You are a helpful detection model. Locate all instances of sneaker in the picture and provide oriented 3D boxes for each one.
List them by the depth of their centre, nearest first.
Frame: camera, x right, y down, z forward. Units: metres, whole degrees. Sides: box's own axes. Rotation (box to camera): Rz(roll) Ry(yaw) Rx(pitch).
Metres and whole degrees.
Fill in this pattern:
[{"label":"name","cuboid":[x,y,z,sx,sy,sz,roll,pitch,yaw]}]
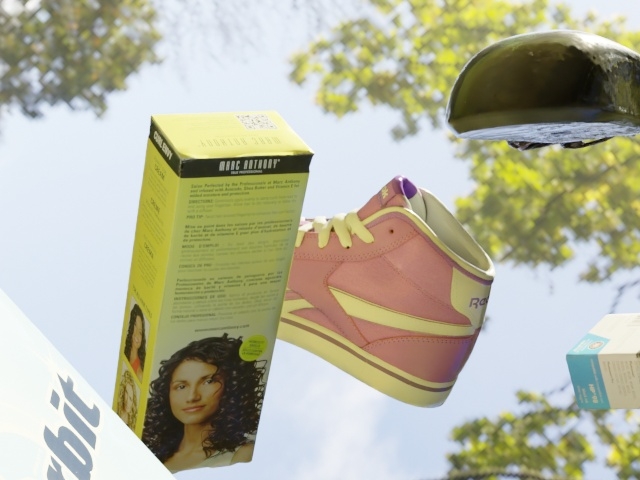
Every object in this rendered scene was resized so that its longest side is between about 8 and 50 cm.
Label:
[{"label":"sneaker","cuboid":[0.001,0.000,1.098,0.102,0.282,0.161,-57,168,-63]}]

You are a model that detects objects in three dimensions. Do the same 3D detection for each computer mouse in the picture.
[{"label":"computer mouse","cuboid":[0.179,-0.111,1.034,0.188,0.272,0.072,-4,-91,31]}]

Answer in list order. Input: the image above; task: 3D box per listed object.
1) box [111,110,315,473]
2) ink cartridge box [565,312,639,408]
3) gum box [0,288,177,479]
[{"label":"box","cuboid":[-0.071,0.036,0.867,0.058,0.087,0.232,50,-42,49]},{"label":"ink cartridge box","cuboid":[0.336,0.112,1.324,0.180,0.060,0.104,-5,-163,38]},{"label":"gum box","cuboid":[-0.111,0.096,0.519,0.041,0.184,0.157,-34,-159,12]}]
